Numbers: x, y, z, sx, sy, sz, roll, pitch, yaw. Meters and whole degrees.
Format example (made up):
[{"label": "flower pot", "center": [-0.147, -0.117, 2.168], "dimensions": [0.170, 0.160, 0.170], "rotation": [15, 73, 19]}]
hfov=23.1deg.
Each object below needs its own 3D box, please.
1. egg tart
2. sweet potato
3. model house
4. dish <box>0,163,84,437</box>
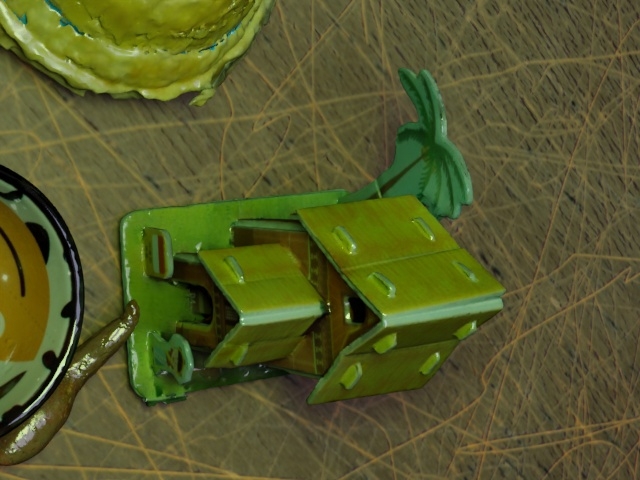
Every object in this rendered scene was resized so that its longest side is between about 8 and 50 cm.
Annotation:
[{"label": "egg tart", "center": [-0.176, -0.320, 1.546], "dimensions": [0.387, 0.169, 0.388], "rotation": [1, 88, -32]}, {"label": "sweet potato", "center": [-0.255, 0.145, 1.582], "dimensions": [0.214, 0.050, 0.050], "rotation": [-50, 118, -18]}, {"label": "model house", "center": [0.000, 0.000, 1.582], "dimensions": [0.300, 0.323, 0.340], "rotation": [-7, 97, -34]}, {"label": "dish", "center": [-0.369, 0.058, 1.459], "dimensions": [0.303, 0.120, 0.303], "rotation": [-3, 95, -34]}]
